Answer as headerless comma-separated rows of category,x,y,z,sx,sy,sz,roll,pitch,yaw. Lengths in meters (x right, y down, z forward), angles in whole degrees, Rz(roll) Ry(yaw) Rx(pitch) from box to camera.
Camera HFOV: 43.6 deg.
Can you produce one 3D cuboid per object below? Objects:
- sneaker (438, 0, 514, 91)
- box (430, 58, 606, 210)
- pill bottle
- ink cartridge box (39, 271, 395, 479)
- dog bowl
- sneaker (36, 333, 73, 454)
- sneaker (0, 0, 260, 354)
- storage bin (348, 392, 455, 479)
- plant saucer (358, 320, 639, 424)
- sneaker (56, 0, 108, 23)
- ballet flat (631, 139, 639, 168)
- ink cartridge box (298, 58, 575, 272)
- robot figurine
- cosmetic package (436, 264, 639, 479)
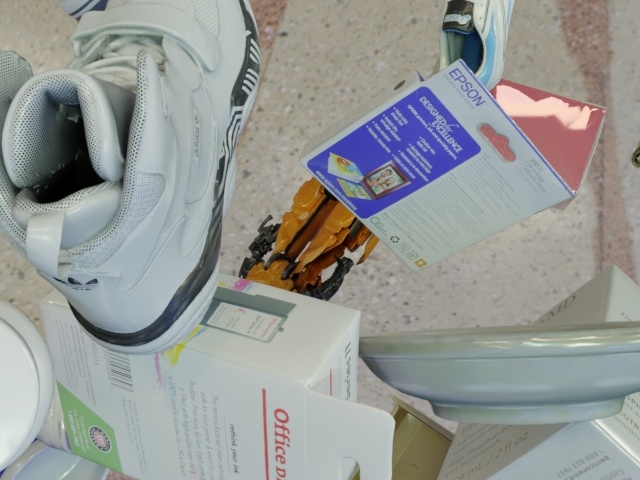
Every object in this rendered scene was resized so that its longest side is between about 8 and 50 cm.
sneaker,0.180,-0.284,0.931,0.086,0.085,0.237,-15,111,-52
box,0.252,-0.142,1.106,0.232,0.148,0.127,19,88,12
pill bottle,-0.233,0.090,0.511,0.119,0.208,0.119,2,85,-21
ink cartridge box,-0.079,0.151,0.768,0.119,0.353,0.207,-48,146,-51
dog bowl,-0.597,0.497,1.753,0.265,0.104,0.265,-32,141,-30
sneaker,-0.499,0.246,1.515,0.114,0.152,0.305,7,82,-55
sneaker,-0.132,-0.115,0.570,0.137,0.210,0.366,2,71,7
storage bin,0.158,0.457,1.481,0.123,0.260,0.262,40,81,-40
plant saucer,0.232,0.149,0.925,0.400,0.400,0.101,1,84,-26
sneaker,-0.192,-0.377,1.061,0.127,0.321,0.126,43,25,-35
ballet flat,0.523,-0.144,1.223,0.057,0.168,0.052,40,84,9
ink cartridge box,0.121,-0.075,0.838,0.206,0.208,0.045,43,37,-27
robot figurine,0.000,0.000,1.244,0.291,0.211,0.085,-54,134,-7
cosmetic package,0.421,0.321,1.210,0.327,0.329,0.394,42,36,-1
